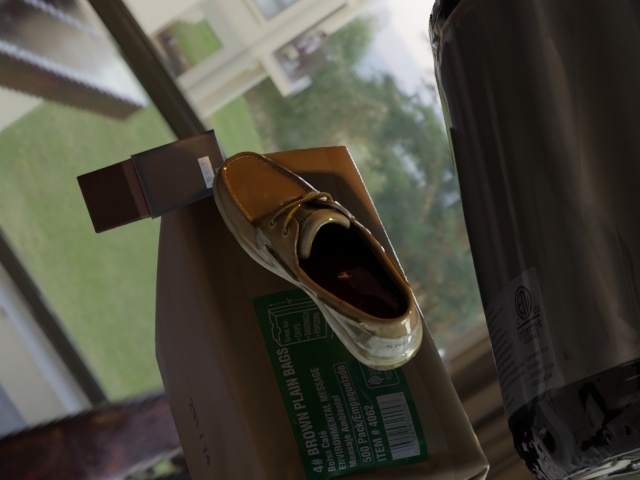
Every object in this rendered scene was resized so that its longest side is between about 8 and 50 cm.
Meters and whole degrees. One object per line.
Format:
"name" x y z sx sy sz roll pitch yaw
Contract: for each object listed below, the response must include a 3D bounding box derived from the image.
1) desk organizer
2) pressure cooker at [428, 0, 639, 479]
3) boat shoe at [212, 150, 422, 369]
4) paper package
"desk organizer" -0.119 -0.044 1.025 0.130 0.050 0.047 -30 102 -65
"pressure cooker" 0.255 -0.081 0.838 0.376 0.370 0.420 12 62 -49
"boat shoe" 0.000 0.000 0.665 0.135 0.050 0.045 43 -23 19
"paper package" -0.021 0.132 1.162 0.309 0.168 0.324 100 -26 -54
